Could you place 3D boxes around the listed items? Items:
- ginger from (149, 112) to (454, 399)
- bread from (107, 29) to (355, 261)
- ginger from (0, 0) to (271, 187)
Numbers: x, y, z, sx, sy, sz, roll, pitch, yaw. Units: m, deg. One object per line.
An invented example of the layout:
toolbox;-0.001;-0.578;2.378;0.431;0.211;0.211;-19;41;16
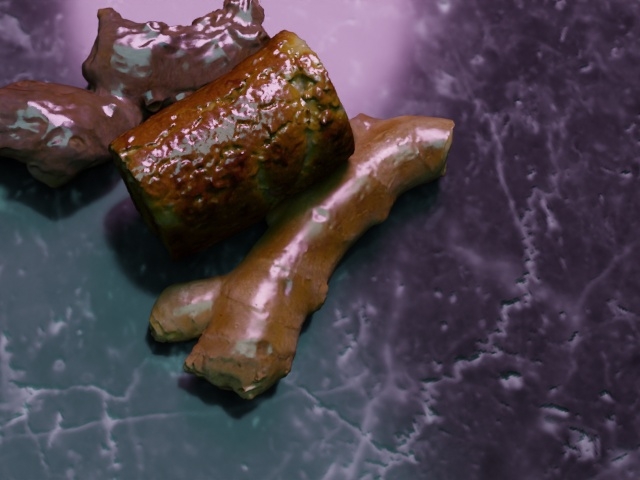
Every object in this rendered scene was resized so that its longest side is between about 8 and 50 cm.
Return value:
ginger;0.000;0.001;1.323;0.118;0.065;0.299;42;71;12
bread;-0.066;-0.069;1.281;0.172;0.132;0.103;-31;57;-9
ginger;-0.170;-0.118;1.316;0.290;0.084;0.122;-21;100;-16
